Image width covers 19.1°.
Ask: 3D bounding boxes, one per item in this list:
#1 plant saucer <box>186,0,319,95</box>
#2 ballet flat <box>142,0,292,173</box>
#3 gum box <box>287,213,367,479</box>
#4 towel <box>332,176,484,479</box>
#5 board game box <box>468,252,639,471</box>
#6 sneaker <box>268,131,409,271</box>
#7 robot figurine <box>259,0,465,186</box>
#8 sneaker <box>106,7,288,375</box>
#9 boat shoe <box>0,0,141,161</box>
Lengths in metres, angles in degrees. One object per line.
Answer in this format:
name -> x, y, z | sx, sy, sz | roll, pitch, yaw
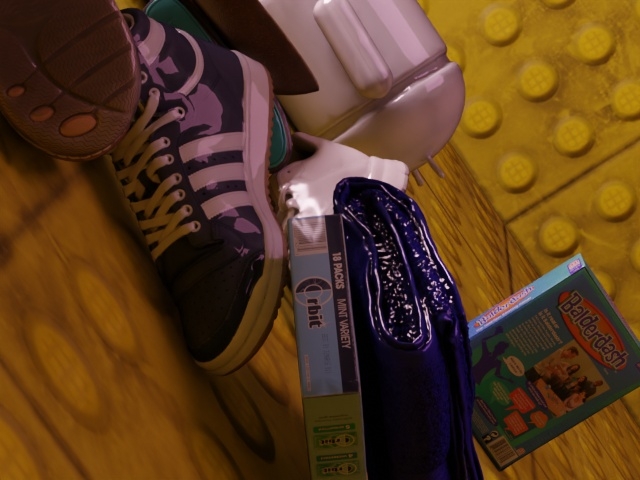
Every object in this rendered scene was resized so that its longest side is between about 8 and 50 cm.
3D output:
plant saucer -> -0.119, -0.253, 1.884 | 0.310, 0.050, 0.310 | 48, -3, 3
ballet flat -> -0.095, -0.144, 1.784 | 0.203, 0.074, 0.074 | 52, 10, 6
gum box -> 0.006, 0.101, 1.307 | 0.184, 0.041, 0.157 | 84, 0, -48
towel -> 0.073, 0.129, 1.388 | 0.227, 0.076, 0.308 | -104, -174, -56
board game box -> 0.244, 0.136, 2.109 | 0.160, 0.210, 0.047 | 55, 11, -16
sneaker -> 0.000, 0.000, 1.752 | 0.129, 0.111, 0.297 | 25, 27, -8
robot figurine -> 0.035, -0.215, 2.211 | 0.353, 0.200, 0.300 | 57, 4, -3
sneaker -> -0.111, -0.043, 1.348 | 0.153, 0.099, 0.282 | 27, 43, -34
boat shoe -> -0.204, -0.201, 1.284 | 0.116, 0.123, 0.324 | 99, -23, -79
